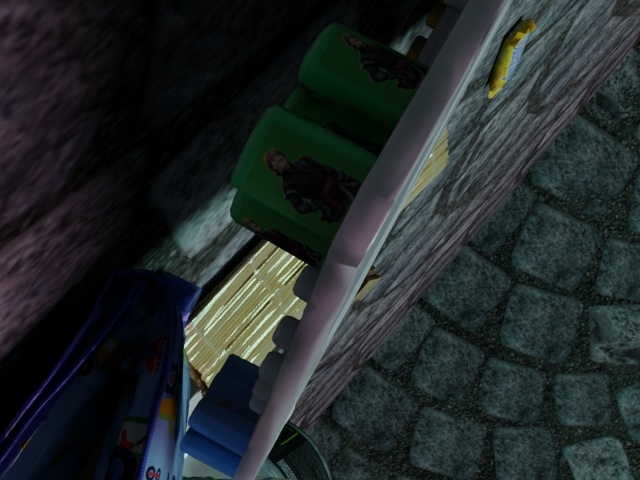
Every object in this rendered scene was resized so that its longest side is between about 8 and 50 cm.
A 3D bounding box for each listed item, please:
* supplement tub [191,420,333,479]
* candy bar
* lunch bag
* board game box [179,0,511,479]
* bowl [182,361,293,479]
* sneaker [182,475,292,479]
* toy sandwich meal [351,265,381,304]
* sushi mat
[{"bbox_3d":[-0.098,0.297,1.217,0.207,0.207,0.338,-49,171,4],"label":"supplement tub"},{"bbox_3d":[0.202,-0.195,1.195,0.040,0.018,0.161,-47,172,-9],"label":"candy bar"},{"bbox_3d":[-0.134,0.155,0.661,0.221,0.138,0.293,102,10,-73],"label":"lunch bag"},{"bbox_3d":[0.050,-0.085,0.555,0.390,0.050,0.390,-60,176,-25],"label":"board game box"},{"bbox_3d":[-0.099,0.156,1.004,0.142,0.053,0.142,-47,143,-13],"label":"bowl"},{"bbox_3d":[-0.136,0.232,0.918,0.240,0.126,0.091,-25,-142,24],"label":"sneaker"},{"bbox_3d":[0.048,0.064,1.499,0.085,0.029,0.085,-47,171,-10],"label":"toy sandwich meal"},{"bbox_3d":[0.000,0.000,0.929,0.316,0.019,0.151,-46,152,-16],"label":"sushi mat"}]
